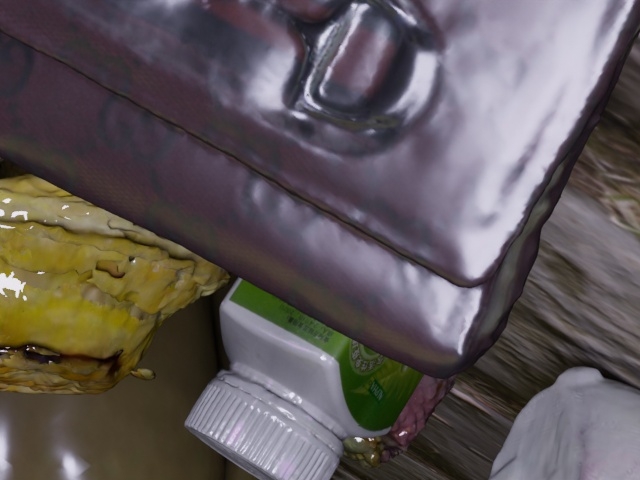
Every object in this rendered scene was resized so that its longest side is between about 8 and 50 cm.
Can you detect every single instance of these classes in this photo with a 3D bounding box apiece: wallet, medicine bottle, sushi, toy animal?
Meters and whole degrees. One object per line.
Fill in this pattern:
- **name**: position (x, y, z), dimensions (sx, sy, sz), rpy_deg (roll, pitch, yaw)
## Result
- **wallet**: position (-0.013, -0.071, 0.565), dimensions (0.229, 0.182, 0.049), rpy_deg (28, -164, 12)
- **medicine bottle**: position (0.008, 0.050, 0.919), dimensions (0.088, 0.188, 0.132), rpy_deg (26, 167, 27)
- **sushi**: position (0.017, 0.121, 1.394), dimensions (0.161, 0.107, 0.241), rpy_deg (36, 168, 1)
- **toy animal**: position (0.241, 0.203, 1.050), dimensions (0.282, 0.138, 0.140), rpy_deg (35, 164, -15)

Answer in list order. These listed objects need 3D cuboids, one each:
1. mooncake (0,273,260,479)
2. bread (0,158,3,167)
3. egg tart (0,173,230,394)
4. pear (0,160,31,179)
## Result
- **mooncake**: position (-0.263, 0.133, 1.230), dimensions (0.467, 0.262, 0.467), rpy_deg (-5, 170, -1)
- **bread**: position (-0.260, -0.150, 0.862), dimensions (0.316, 0.054, 0.316), rpy_deg (45, 155, 28)
- **egg tart**: position (-0.165, 0.029, 0.876), dimensions (0.241, 0.106, 0.241), rpy_deg (1, 166, 0)
- **pear**: position (-0.147, -0.061, 1.004), dimensions (0.167, 0.136, 0.167), rpy_deg (36, 165, 11)
